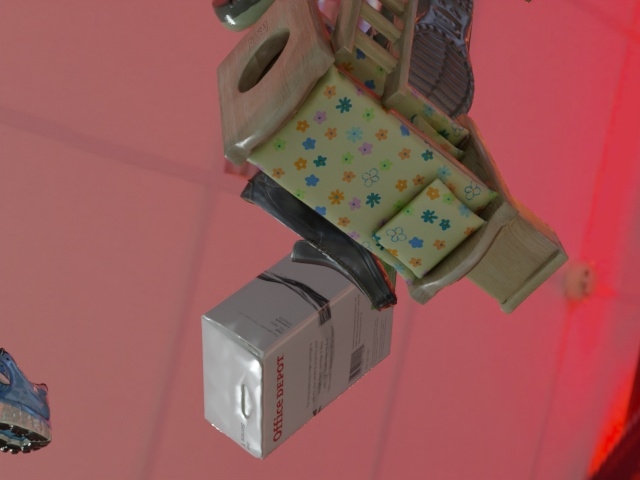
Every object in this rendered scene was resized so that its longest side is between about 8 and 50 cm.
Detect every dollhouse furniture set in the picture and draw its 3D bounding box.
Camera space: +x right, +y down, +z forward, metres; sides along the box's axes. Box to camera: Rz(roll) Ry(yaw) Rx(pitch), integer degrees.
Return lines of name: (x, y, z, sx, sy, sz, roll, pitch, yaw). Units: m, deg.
dollhouse furniture set: (0.077, -0.057, 0.553, 0.182, 0.101, 0.161, 36, -70, -23)

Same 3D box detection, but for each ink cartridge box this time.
ink cartridge box: (-0.021, 0.101, 1.398, 0.219, 0.092, 0.160, -35, -38, -37)

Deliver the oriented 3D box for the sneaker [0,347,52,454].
sneaker: (-0.293, 0.119, 1.105, 0.162, 0.063, 0.073, 38, -141, -38)

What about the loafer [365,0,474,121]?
loafer: (0.084, -0.162, 1.203, 0.094, 0.087, 0.251, 38, -139, -19)

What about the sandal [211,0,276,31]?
sandal: (-0.010, -0.266, 1.269, 0.086, 0.120, 0.303, 47, -137, -14)

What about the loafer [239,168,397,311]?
loafer: (0.000, 0.000, 1.136, 0.061, 0.170, 0.062, -39, -17, 0)
